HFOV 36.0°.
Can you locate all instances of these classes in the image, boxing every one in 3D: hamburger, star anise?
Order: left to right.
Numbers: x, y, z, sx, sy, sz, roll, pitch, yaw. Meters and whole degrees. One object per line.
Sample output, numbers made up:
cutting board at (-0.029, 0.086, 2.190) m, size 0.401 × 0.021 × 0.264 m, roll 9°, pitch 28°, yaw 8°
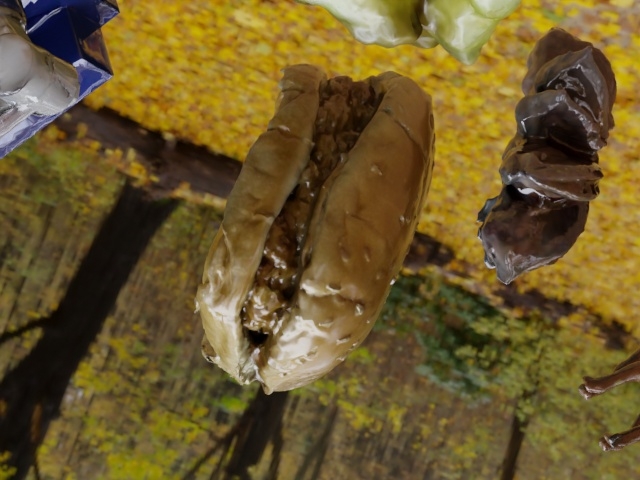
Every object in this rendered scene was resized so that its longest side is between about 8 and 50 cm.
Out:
hamburger at (0.000, -0.001, 0.788) m, size 0.145 × 0.259 × 0.283 m, roll 20°, pitch 167°, yaw -1°
star anise at (0.187, -0.070, 0.811) m, size 0.093 × 0.236 × 0.229 m, roll 13°, pitch 171°, yaw 11°

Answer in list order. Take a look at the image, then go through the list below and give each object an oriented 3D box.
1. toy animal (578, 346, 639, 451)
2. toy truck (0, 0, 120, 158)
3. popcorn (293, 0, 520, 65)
toy animal at (0.340, 0.081, 0.920) m, size 0.224 × 0.230 × 0.066 m, roll 64°, pitch 174°, yaw -25°
toy truck at (-0.212, -0.082, 0.522) m, size 0.161 × 0.213 × 0.177 m, roll 24°, pitch -142°, yaw -58°
popcorn at (0.031, -0.232, 0.507) m, size 0.293 × 0.237 × 0.293 m, roll 36°, pitch -169°, yaw -8°
